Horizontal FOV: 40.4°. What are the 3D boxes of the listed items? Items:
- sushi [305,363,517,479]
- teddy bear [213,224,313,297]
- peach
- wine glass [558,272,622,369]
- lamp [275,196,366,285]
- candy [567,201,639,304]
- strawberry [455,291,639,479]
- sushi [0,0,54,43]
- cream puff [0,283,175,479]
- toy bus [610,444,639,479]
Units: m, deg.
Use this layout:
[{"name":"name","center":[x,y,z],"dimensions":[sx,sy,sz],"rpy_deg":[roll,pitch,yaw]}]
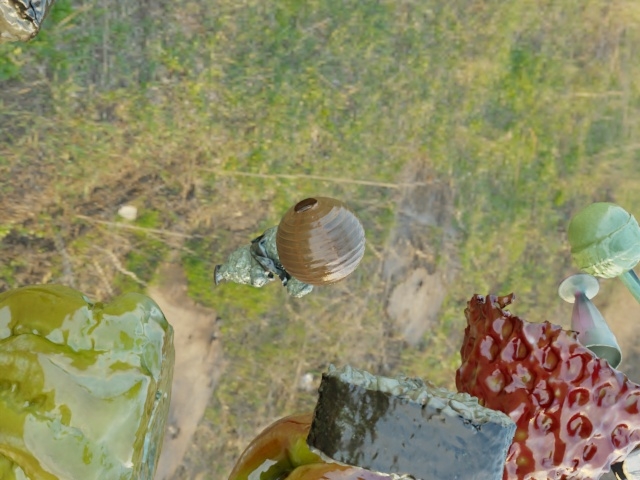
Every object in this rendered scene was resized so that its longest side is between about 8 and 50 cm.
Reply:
[{"name":"sushi","center":[0.067,0.141,0.652],"dimensions":[0.090,0.150,0.078],"rpy_deg":[38,67,-77]},{"name":"teddy bear","center":[-0.089,0.030,1.481],"dimensions":[0.133,0.213,0.111],"rpy_deg":[-33,120,-58]},{"name":"peach","center":[0.023,0.393,1.176],"dimensions":[0.332,0.308,0.308],"rpy_deg":[55,49,-22]},{"name":"wine glass","center":[0.401,0.124,1.316],"dimensions":[0.155,0.073,0.073],"rpy_deg":[-90,164,-49]},{"name":"lamp","center":[0.000,0.000,1.273],"dimensions":[0.136,0.136,0.136],"rpy_deg":[-21,115,-55]},{"name":"candy","center":[0.433,0.097,1.115],"dimensions":[0.335,0.092,0.093],"rpy_deg":[54,22,-2]},{"name":"strawberry","center":[0.217,0.175,0.857],"dimensions":[0.178,0.234,0.234],"rpy_deg":[-61,146,-5]},{"name":"sushi","center":[-0.508,-0.419,1.157],"dimensions":[0.171,0.211,0.350],"rpy_deg":[-57,140,-7]},{"name":"cream puff","center":[-0.302,0.193,0.968],"dimensions":[0.324,0.257,0.291],"rpy_deg":[113,-11,-76]},{"name":"toy bus","center":[0.364,0.256,0.947],"dimensions":[0.172,0.072,0.057],"rpy_deg":[55,16,-33]}]
